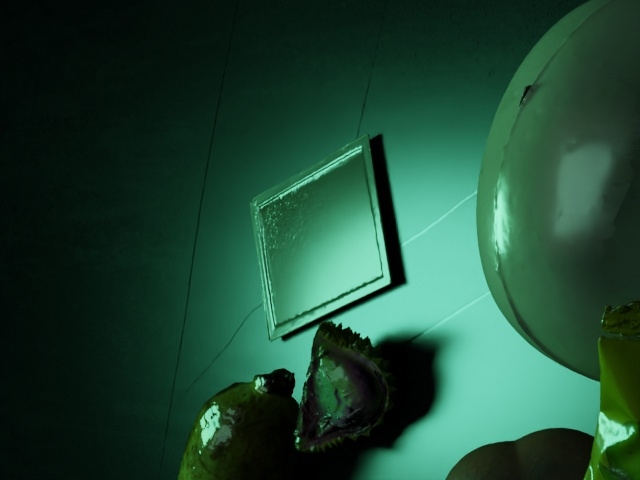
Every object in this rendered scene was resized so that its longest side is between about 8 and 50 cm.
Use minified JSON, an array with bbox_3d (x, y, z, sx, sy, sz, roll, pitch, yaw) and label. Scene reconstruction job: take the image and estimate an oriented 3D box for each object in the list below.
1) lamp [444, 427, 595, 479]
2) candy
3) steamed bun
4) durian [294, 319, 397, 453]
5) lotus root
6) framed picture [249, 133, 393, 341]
[{"bbox_3d":[0.232,0.335,1.803,0.239,0.305,0.305,42,-131,-83],"label":"lamp"},{"bbox_3d":[0.317,0.185,1.613,0.081,0.187,0.297,-89,5,-63],"label":"candy"},{"bbox_3d":[0.310,-0.050,1.684,0.334,0.334,0.374,24,97,50],"label":"steamed bun"},{"bbox_3d":[0.042,0.177,2.195,0.108,0.119,0.186,15,114,13],"label":"durian"},{"bbox_3d":[-0.095,0.261,2.293,0.260,0.145,0.128,-64,34,29],"label":"lotus root"},{"bbox_3d":[0.000,0.000,2.307,0.252,0.014,0.197,-27,66,47],"label":"framed picture"}]
